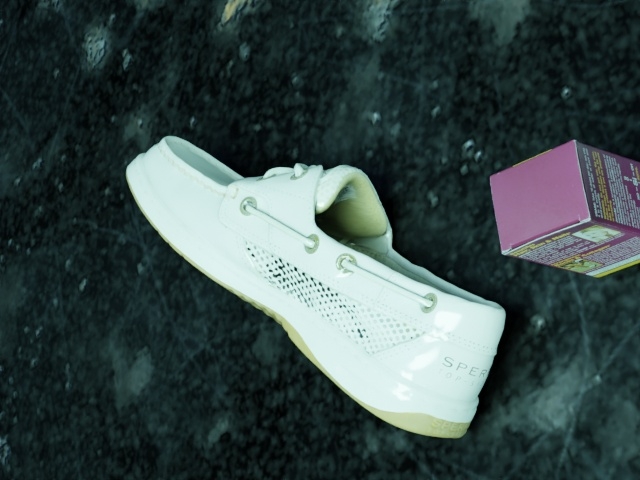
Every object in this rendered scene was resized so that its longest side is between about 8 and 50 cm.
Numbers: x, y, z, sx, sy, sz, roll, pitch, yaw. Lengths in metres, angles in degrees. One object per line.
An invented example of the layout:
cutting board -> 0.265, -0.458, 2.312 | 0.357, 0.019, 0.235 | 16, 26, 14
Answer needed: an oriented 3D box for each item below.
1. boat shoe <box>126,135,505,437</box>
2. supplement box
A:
boat shoe -> 0.000, 0.000, 0.944 | 0.277, 0.098, 0.096 | 37, 106, 33
supplement box -> 0.131, -0.014, 0.822 | 0.055, 0.083, 0.043 | -23, 66, 38
